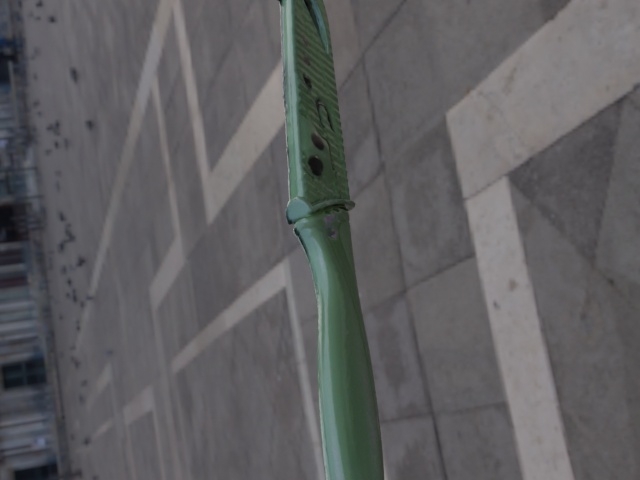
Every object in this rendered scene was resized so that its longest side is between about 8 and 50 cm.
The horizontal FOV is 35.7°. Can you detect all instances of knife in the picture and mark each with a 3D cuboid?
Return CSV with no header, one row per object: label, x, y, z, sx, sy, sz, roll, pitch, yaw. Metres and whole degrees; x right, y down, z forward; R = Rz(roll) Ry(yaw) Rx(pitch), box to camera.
knife,0.002,-0.001,0.409,0.020,0.043,0.293,-21,58,29
